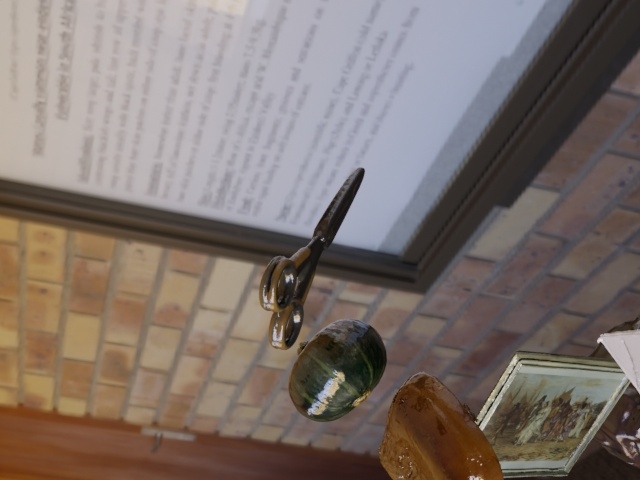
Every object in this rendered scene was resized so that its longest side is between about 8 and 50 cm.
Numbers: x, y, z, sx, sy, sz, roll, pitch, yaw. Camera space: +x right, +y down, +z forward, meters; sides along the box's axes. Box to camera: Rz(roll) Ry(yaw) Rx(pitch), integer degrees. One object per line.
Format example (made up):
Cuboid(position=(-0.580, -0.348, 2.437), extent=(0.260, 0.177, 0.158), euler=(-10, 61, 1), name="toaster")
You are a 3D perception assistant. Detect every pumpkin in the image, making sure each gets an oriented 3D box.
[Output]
Cuboid(position=(0.024, 0.191, 1.280), extent=(0.125, 0.167, 0.167), euler=(58, 152, 16), name="pumpkin")

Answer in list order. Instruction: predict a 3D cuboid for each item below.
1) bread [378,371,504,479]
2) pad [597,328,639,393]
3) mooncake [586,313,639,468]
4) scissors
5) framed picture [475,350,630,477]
Cuboid(position=(0.098, 0.197, 0.774), extent=(0.129, 0.044, 0.126), euler=(46, 135, 31), name="bread")
Cuboid(position=(0.272, 0.148, 0.536), extent=(0.004, 0.232, 0.156), euler=(-36, -4, -10), name="pad")
Cuboid(position=(0.680, 0.261, 1.594), extent=(0.381, 0.350, 0.212), euler=(-64, 25, 7), name="mooncake")
Cuboid(position=(0.000, 0.000, 0.774), extent=(0.220, 0.017, 0.088), euler=(-60, -32, -44), name="scissors")
Cuboid(position=(0.302, 0.243, 1.164), extent=(0.017, 0.274, 0.217), euler=(47, 121, 46), name="framed picture")
